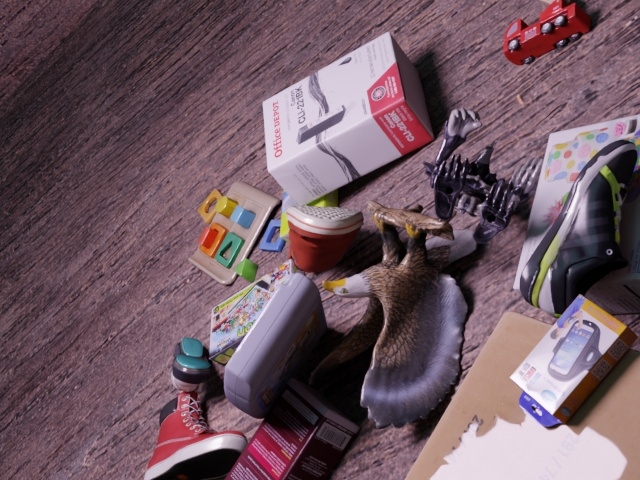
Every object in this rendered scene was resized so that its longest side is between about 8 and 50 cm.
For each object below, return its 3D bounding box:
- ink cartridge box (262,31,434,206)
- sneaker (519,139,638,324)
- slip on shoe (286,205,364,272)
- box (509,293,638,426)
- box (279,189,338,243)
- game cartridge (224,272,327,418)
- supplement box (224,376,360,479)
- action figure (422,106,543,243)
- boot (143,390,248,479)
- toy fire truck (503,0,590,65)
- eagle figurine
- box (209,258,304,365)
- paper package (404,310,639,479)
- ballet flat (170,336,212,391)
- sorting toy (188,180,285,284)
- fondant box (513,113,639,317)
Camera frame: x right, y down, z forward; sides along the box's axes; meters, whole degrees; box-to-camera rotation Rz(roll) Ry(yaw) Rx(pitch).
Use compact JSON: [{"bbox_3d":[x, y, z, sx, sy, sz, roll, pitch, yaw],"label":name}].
[{"bbox_3d":[0.041,-0.209,1.865,0.273,0.114,0.197,-27,42,20],"label":"ink cartridge box"},{"bbox_3d":[0.330,-0.003,1.268,0.097,0.084,0.234,31,91,32],"label":"sneaker"},{"bbox_3d":[0.000,0.000,1.704,0.331,0.123,0.101,136,139,-83],"label":"slip on shoe"},{"bbox_3d":[0.261,0.130,1.132,0.136,0.028,0.081,-49,34,1],"label":"box"},{"bbox_3d":[-0.018,-0.087,1.946,0.109,0.042,0.178,-28,44,33],"label":"box"},{"bbox_3d":[-0.066,0.170,1.611,0.198,0.062,0.297,-61,-11,-13],"label":"game cartridge"},{"bbox_3d":[-0.057,0.342,1.613,0.239,0.073,0.130,-56,33,-1],"label":"supplement box"},{"bbox_3d":[0.225,-0.090,1.483,0.140,0.164,0.275,-60,-1,17],"label":"action figure"},{"bbox_3d":[-0.204,0.315,1.811,0.244,0.088,0.176,-28,41,40],"label":"boot"},{"bbox_3d":[0.374,-0.368,1.686,0.192,0.047,0.135,-24,45,40],"label":"toy fire truck"},{"bbox_3d":[0.102,0.096,1.560,0.226,0.225,0.298,-33,-51,-76],"label":"eagle figurine"},{"bbox_3d":[-0.112,0.128,1.890,0.207,0.036,0.114,-33,41,31],"label":"box"},{"bbox_3d":[0.266,0.271,1.169,0.309,0.168,0.324,18,74,55],"label":"paper package"},{"bbox_3d":[-0.231,0.228,1.892,0.074,0.074,0.203,-54,11,3],"label":"ballet flat"},{"bbox_3d":[-0.180,-0.024,2.092,0.196,0.047,0.348,-58,34,-3],"label":"sorting toy"},{"bbox_3d":[0.416,-0.038,1.318,0.330,0.096,0.238,-8,57,47],"label":"fondant box"}]
